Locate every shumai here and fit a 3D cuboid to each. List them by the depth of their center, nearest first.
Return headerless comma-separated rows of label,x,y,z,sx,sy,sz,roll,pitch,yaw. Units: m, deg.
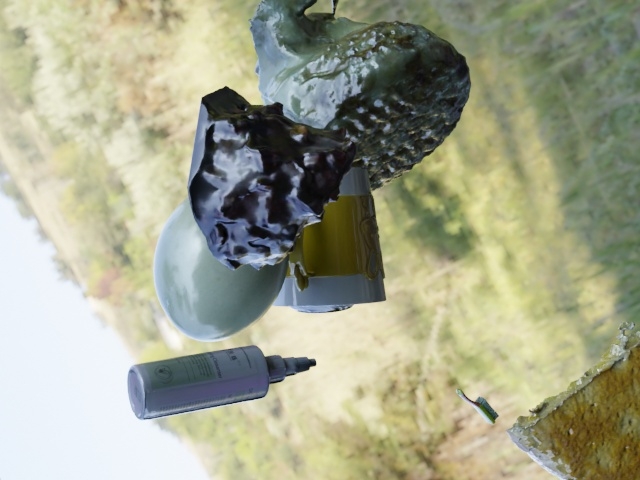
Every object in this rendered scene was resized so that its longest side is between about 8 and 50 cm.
shumai,0.036,-0.284,2.246,0.348,0.395,0.395,57,175,28

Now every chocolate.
chocolate,-0.029,-0.075,1.534,0.206,0.177,0.224,42,-131,-53

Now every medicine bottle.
medicine bottle,-0.094,0.138,1.283,0.057,0.199,0.058,27,120,61

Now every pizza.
pizza,0.417,0.211,1.687,0.280,0.288,0.075,35,179,-22

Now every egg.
egg,-0.139,0.027,1.777,0.186,0.186,0.253,66,-151,-49

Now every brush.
brush,0.220,0.227,1.778,0.083,0.021,0.018,42,167,-28

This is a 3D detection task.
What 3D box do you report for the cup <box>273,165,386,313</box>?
cup,0.000,0.000,1.962,0.241,0.185,0.226,1,-93,-73
